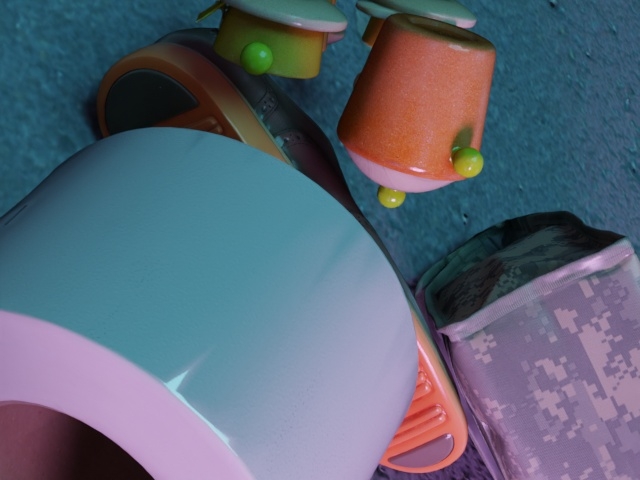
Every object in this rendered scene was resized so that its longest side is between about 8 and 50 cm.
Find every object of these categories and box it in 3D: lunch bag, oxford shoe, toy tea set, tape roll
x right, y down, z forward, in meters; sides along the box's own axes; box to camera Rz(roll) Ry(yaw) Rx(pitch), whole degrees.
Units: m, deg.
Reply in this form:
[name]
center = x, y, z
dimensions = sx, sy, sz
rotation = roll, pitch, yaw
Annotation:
[lunch bag]
center = 0.190, 0.111, 1.029
dimensions = 0.235, 0.169, 0.287
rotation = 63, 2, -6
[oxford shoe]
center = 0.000, 0.000, 0.934
dimensions = 0.364, 0.130, 0.133
rotation = 56, 34, -10
[toy tea set]
center = 0.014, -0.123, 0.943
dimensions = 0.200, 0.124, 0.336
rotation = 15, 19, -4
[tape roll]
center = -0.089, 0.084, 0.696
dimensions = 0.246, 0.246, 0.169
rotation = 53, 41, -13
